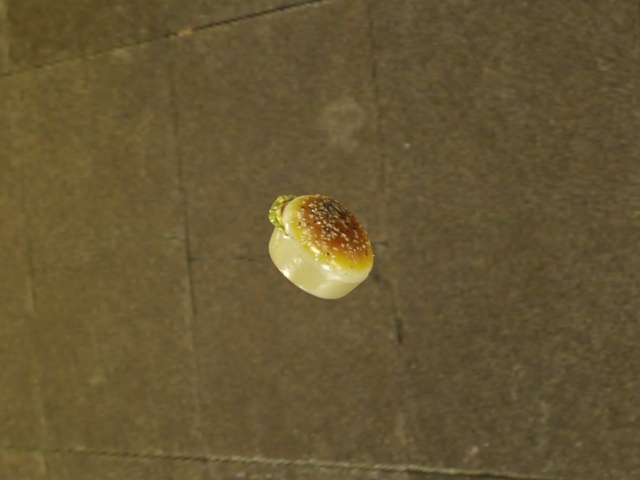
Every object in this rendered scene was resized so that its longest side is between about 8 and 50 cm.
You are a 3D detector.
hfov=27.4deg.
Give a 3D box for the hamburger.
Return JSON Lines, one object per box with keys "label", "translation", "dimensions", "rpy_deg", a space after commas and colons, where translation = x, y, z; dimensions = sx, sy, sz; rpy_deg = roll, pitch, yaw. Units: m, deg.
{"label": "hamburger", "translation": [0.000, 0.000, 1.544], "dimensions": [0.081, 0.126, 0.141], "rpy_deg": [-56, 48, 27]}
